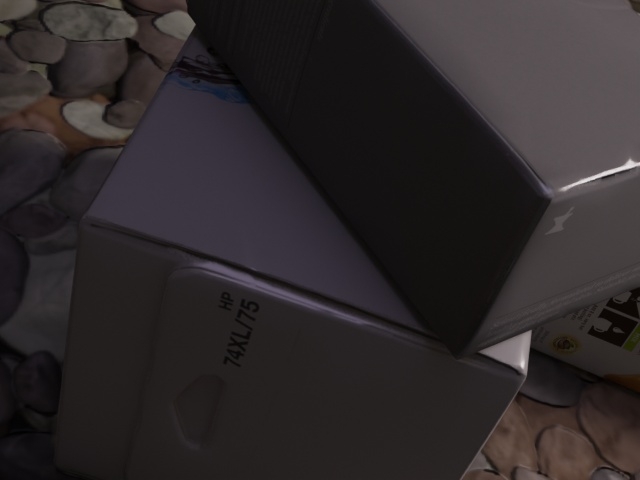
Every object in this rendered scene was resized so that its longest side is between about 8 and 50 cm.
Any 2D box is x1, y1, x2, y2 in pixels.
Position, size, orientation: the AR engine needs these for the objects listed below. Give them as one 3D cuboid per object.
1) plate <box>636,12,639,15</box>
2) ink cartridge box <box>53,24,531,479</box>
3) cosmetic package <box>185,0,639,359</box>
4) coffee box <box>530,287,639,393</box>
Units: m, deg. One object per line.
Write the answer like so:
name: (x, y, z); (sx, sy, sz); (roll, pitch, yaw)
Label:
plate: (0.346, -0.066, 0.868); (0.277, 0.045, 0.278); (23, 44, 5)
ink cartridge box: (0.000, 0.000, 0.579); (0.197, 0.198, 0.270); (19, 45, 0)
cosmetic package: (0.053, -0.078, 0.460); (0.127, 0.107, 0.238); (-15, 57, -30)
coffee box: (0.267, 0.040, 0.697); (0.246, 0.098, 0.141); (23, 44, 5)
